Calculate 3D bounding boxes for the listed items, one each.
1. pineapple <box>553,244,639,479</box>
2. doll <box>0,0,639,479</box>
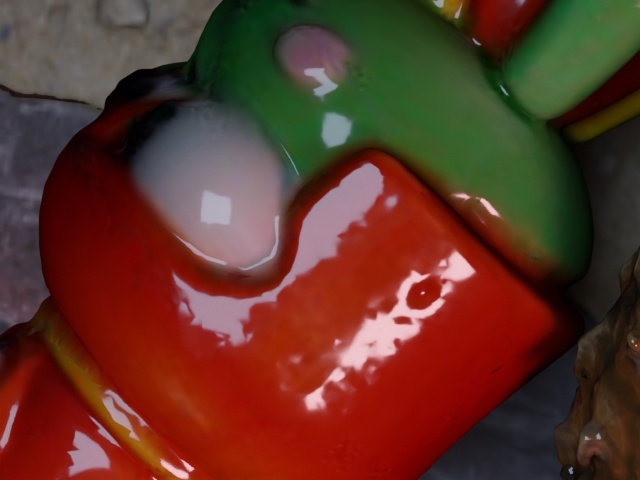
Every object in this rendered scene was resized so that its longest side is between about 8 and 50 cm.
[{"bbox_3d":[0.119,0.088,0.579,0.158,0.158,0.278,48,118,22],"label":"pineapple"},{"bbox_3d":[0.000,-0.001,0.614,0.363,0.160,0.182,-43,24,1],"label":"doll"}]
